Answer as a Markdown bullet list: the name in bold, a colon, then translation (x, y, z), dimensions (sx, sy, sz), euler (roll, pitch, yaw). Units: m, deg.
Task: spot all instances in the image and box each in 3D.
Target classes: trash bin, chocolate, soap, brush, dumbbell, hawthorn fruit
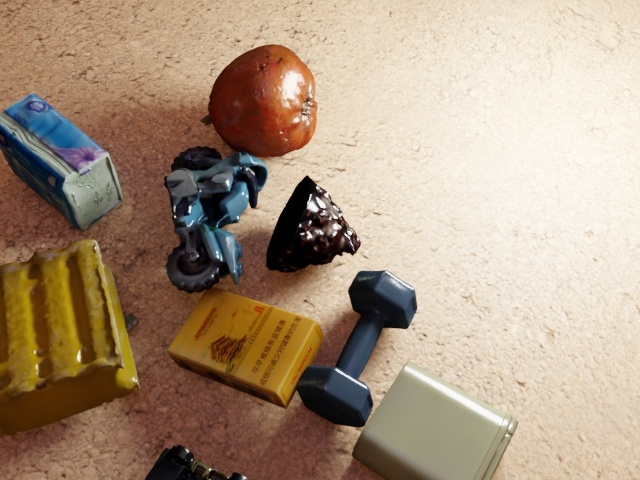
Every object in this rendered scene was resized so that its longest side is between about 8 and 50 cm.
- **trash bin**: translation (0.222, 0.386, 1.319), dimensions (0.247, 0.121, 0.243), euler (30, 64, 18)
- **chocolate**: translation (0.000, 0.000, 1.518), dimensions (0.177, 0.206, 0.224), euler (26, 20, -14)
- **soap**: translation (-0.547, 0.189, 1.363), dimensions (0.293, 0.156, 0.335), euler (-22, 55, -7)
- **brush**: translation (-0.465, 0.219, 1.446), dimensions (0.033, 0.030, 0.178), euler (33, 64, 27)
- **dumbbell**: translation (0.082, 0.214, 1.391), dimensions (0.156, 0.143, 0.316), euler (-5, 46, 48)
- **hawthorn fruit**: translation (-0.162, -0.325, 1.657), dimensions (0.307, 0.276, 0.276), euler (-7, 58, 18)

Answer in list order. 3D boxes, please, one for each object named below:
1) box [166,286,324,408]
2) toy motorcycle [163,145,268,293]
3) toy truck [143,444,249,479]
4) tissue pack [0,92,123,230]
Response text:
- **box**: translation (-0.153, 0.212, 1.393), dimensions (0.274, 0.076, 0.174), euler (14, 57, 26)
- **toy motorcycle**: translation (-0.230, -0.071, 1.538), dimensions (0.232, 0.172, 0.416), euler (-7, 51, 1)
- **toy truck**: translation (-0.202, 0.487, 1.242), dimensions (0.257, 0.127, 0.127), euler (24, 55, 13)
- **tissue pack**: translation (-0.607, -0.181, 1.578), dimensions (0.263, 0.198, 0.146), euler (38, 63, 18)
